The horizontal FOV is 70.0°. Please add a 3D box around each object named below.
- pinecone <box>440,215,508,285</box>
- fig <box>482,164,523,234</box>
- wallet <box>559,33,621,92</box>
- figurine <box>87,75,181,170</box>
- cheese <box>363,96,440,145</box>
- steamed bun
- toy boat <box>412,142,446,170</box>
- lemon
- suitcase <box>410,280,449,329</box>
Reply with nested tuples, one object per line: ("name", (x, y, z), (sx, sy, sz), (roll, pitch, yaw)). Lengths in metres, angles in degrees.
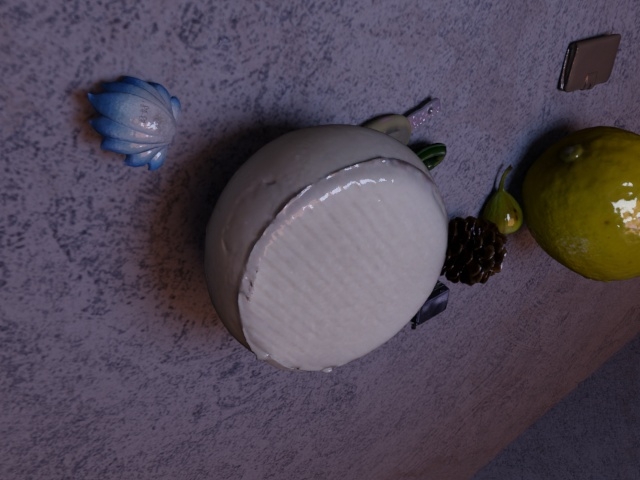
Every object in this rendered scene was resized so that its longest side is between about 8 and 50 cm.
("pinecone", (0.312, 0.019, 1.018), (0.165, 0.163, 0.163), (9, 113, -30))
("fig", (0.447, -0.096, 1.104), (0.093, 0.093, 0.166), (2, 98, -39))
("wallet", (0.613, -0.403, 1.043), (0.153, 0.039, 0.118), (-19, 127, -23))
("figurine", (-0.225, -0.146, 0.545), (0.114, 0.079, 0.114), (-8, 106, -32))
("cheese", (0.142, -0.198, 0.817), (0.192, 0.037, 0.097), (-37, 137, -13))
("steamed bun", (0.000, 0.000, 0.694), (0.374, 0.241, 0.374), (-17, 130, -21))
("toy boat", (0.158, -0.125, 0.855), (0.210, 0.052, 0.104), (-34, 163, -25))
("lemon", (0.641, -0.105, 1.067), (0.364, 0.364, 0.364), (-20, 129, -26))
("suitcase", (0.262, 0.156, 1.139), (0.126, 0.059, 0.086), (-23, 132, -24))
